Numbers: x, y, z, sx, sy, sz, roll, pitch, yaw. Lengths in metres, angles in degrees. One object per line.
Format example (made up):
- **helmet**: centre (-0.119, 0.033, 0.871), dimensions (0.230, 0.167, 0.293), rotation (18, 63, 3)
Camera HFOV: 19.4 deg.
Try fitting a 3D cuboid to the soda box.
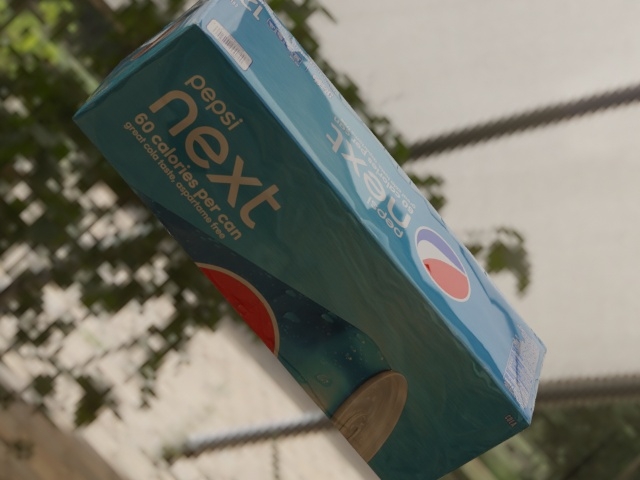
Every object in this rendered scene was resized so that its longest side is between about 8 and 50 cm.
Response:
- **soda box**: centre (0.000, 0.000, 0.760), dimensions (0.210, 0.071, 0.067), rotation (50, 26, -12)
